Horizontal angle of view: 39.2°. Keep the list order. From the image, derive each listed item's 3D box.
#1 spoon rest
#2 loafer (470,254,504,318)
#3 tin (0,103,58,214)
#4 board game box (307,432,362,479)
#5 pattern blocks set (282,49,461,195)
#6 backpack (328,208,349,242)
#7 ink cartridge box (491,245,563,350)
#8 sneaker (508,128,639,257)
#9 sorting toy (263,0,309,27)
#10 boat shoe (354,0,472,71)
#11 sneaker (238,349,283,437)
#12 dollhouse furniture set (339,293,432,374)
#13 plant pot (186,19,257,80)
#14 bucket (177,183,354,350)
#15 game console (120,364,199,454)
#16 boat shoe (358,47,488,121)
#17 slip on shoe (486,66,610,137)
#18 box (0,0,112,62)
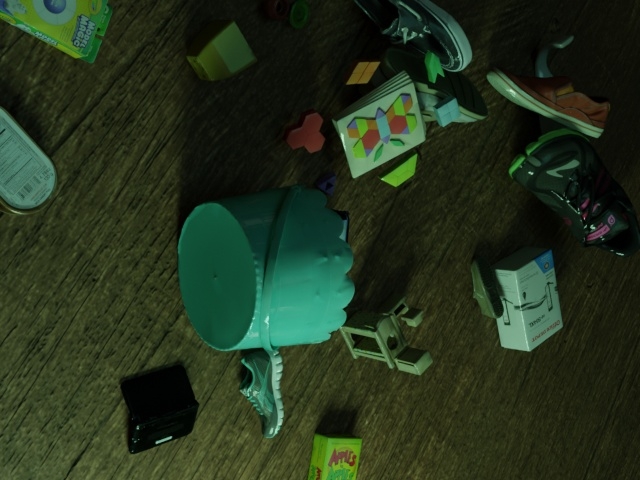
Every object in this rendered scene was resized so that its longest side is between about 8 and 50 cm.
[{"bbox_3d":[0.559,-0.353,2.131,0.137,0.084,0.276,-36,130,-32],"label":"spoon rest"},{"bbox_3d":[0.363,0.107,2.010,0.056,0.050,0.148,-14,88,-43],"label":"loafer"},{"bbox_3d":[-0.453,-0.118,1.277,0.189,0.040,0.106,53,57,-31],"label":"tin"},{"bbox_3d":[0.021,0.469,1.743,0.092,0.043,0.181,12,86,-41],"label":"board game box"},{"bbox_3d":[0.112,-0.213,1.679,0.325,0.026,0.285,-41,131,-3],"label":"pattern blocks set"},{"bbox_3d":[0.000,0.000,1.645,0.084,0.105,0.114,0,95,-19],"label":"backpack"},{"bbox_3d":[0.478,0.134,2.087,0.148,0.086,0.203,-26,110,-37],"label":"ink cartridge box"},{"bbox_3d":[0.620,-0.102,2.089,0.483,0.202,0.185,25,119,-39],"label":"sneaker"},{"bbox_3d":[-0.065,-0.416,1.593,0.102,0.042,0.061,3,108,-53],"label":"sorting toy"},{"bbox_3d":[0.157,-0.416,1.696,0.301,0.108,0.102,44,62,-14],"label":"boat shoe"},{"bbox_3d":[-0.110,0.273,1.609,0.076,0.065,0.166,-4,94,-25],"label":"sneaker"},{"bbox_3d":[0.156,0.156,1.740,0.161,0.182,0.101,-42,119,-30],"label":"dollhouse furniture set"},{"bbox_3d":[-0.171,-0.307,1.481,0.083,0.081,0.081,-42,120,-17],"label":"plant pot"},{"bbox_3d":[-0.096,0.049,1.463,0.183,0.281,0.281,-7,99,-38],"label":"bucket"},{"bbox_3d":[-0.271,0.280,1.490,0.122,0.071,0.107,-13,132,-39],"label":"game console"},{"bbox_3d":[0.206,-0.294,1.794,0.302,0.103,0.113,16,52,-37],"label":"boat shoe"},{"bbox_3d":[0.514,-0.329,2.015,0.331,0.123,0.101,17,105,-23],"label":"slip on shoe"},{"bbox_3d":[-0.387,-0.342,1.309,0.179,0.043,0.105,25,78,-42],"label":"box"}]
